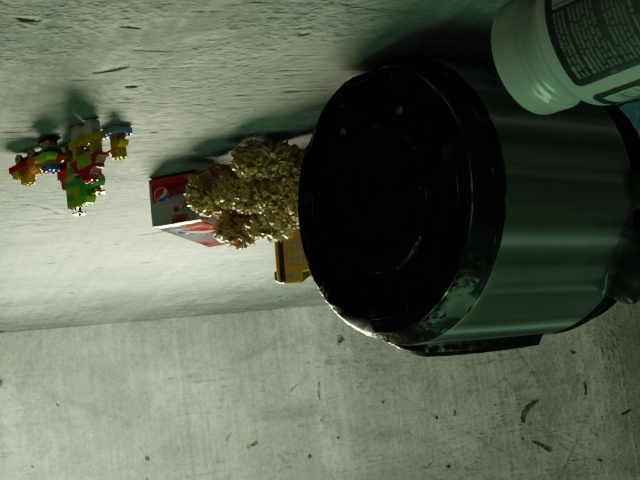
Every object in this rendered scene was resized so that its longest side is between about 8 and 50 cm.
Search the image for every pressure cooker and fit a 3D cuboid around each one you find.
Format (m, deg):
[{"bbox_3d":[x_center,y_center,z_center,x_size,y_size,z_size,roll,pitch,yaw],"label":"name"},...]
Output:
[{"bbox_3d":[0.231,-0.047,1.566,0.420,0.370,0.375,-1,159,-38],"label":"pressure cooker"}]

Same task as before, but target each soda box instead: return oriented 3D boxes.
[{"bbox_3d":[-0.201,-0.050,2.035,0.092,0.084,0.263,-9,171,14],"label":"soda box"}]

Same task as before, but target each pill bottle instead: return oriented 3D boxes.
[{"bbox_3d":[0.318,-0.228,1.194,0.162,0.162,0.278,1,167,-42],"label":"pill bottle"}]

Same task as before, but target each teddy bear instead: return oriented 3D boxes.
[{"bbox_3d":[-0.049,-0.067,1.814,0.337,0.113,0.245,-2,132,16],"label":"teddy bear"}]

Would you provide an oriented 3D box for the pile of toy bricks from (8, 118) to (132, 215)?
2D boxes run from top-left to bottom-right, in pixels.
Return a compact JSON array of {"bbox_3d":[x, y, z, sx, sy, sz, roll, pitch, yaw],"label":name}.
[{"bbox_3d":[-0.338,-0.088,1.654,0.212,0.105,0.118,-16,167,42],"label":"pile of toy bricks"}]

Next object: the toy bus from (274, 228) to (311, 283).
[{"bbox_3d":[0.000,0.000,2.135,0.130,0.108,0.332,-1,-172,9],"label":"toy bus"}]

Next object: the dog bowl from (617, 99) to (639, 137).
[{"bbox_3d":[0.596,-0.182,1.912,0.297,0.074,0.166,-6,170,-7],"label":"dog bowl"}]
